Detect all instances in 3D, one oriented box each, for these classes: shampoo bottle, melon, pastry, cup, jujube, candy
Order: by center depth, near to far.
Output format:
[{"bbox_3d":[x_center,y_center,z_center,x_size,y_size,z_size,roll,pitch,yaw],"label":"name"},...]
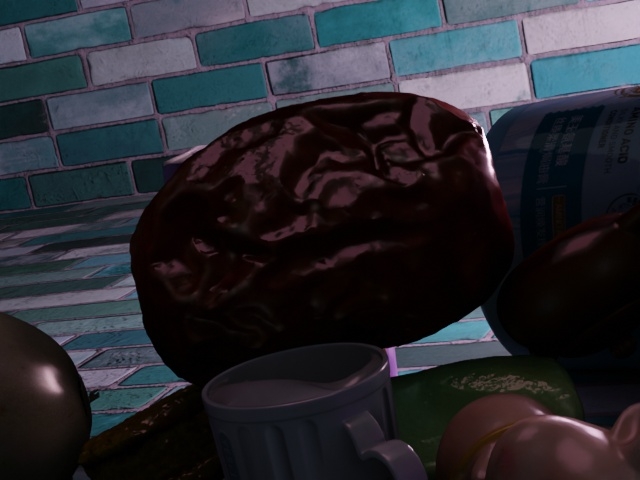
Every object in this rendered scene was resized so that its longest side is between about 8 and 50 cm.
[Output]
[{"bbox_3d":[-0.001,0.213,1.265,0.167,0.202,0.221,-12,12,-4],"label":"cup"},{"bbox_3d":[0.090,0.202,1.448,0.343,0.142,0.132,-11,46,2],"label":"candy"},{"bbox_3d":[-0.001,-0.001,1.454,0.377,0.276,0.276,-13,11,-4],"label":"jujube"},{"bbox_3d":[-0.159,0.221,1.524,0.189,0.103,0.189,-29,0,0],"label":"pastry"},{"bbox_3d":[-0.407,0.197,1.594,0.330,0.268,0.268,-4,11,-3],"label":"melon"},{"bbox_3d":[0.388,-0.014,1.666,0.343,0.331,0.331,-4,13,38],"label":"shampoo bottle"}]

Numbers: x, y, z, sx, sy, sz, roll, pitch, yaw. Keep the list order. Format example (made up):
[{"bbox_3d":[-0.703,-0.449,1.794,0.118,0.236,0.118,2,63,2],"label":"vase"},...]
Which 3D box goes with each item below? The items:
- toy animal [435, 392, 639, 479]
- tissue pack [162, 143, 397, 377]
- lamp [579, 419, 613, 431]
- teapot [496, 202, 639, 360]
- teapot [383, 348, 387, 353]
[{"bbox_3d":[0.175,0.207,1.206,0.149,0.165,0.248,-21,15,-27],"label":"toy animal"},{"bbox_3d":[-0.042,0.043,1.801,0.242,0.338,0.160,-3,14,15],"label":"tissue pack"},{"bbox_3d":[0.347,0.138,1.306,0.147,0.209,0.284,19,43,32],"label":"lamp"},{"bbox_3d":[0.281,0.047,1.434,0.178,0.135,0.252,-24,-13,-46],"label":"teapot"},{"bbox_3d":[-0.036,0.176,1.632,0.203,0.167,0.311,28,-36,-29],"label":"teapot"}]
